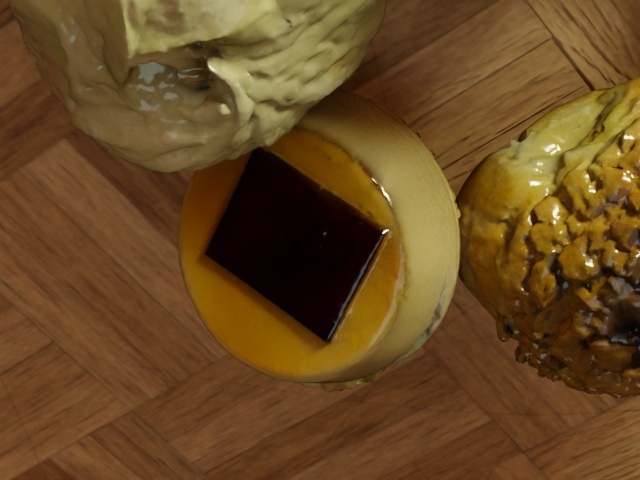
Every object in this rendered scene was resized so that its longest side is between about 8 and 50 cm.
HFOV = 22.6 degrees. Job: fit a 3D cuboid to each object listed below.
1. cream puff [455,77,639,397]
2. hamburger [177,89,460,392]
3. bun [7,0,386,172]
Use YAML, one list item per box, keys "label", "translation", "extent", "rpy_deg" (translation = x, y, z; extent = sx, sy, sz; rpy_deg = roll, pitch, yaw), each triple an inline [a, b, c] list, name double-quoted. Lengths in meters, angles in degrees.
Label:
- label: "cream puff"
  translation: [0.309, 0.006, 1.559]
  extent: [0.342, 0.231, 0.327]
  rpy_deg: [5, 117, -13]
- label: "hamburger"
  translation: [0.000, 0.000, 1.581]
  extent: [0.300, 0.176, 0.300]
  rpy_deg: [6, 101, 30]
- label: "bun"
  translation: [-0.102, -0.199, 1.379]
  extent: [0.361, 0.213, 0.361]
  rpy_deg: [-7, 148, -5]
